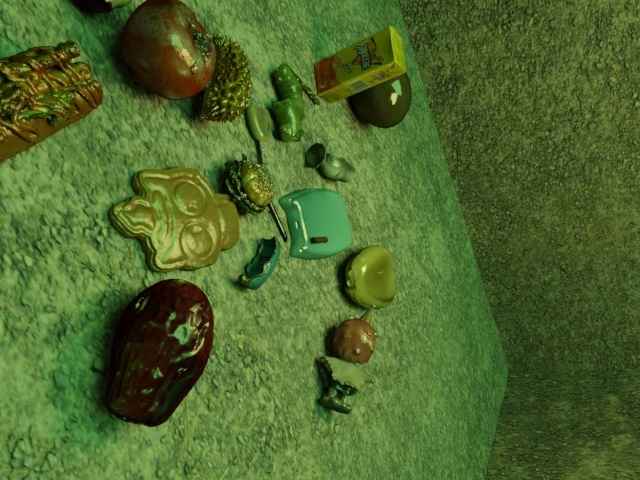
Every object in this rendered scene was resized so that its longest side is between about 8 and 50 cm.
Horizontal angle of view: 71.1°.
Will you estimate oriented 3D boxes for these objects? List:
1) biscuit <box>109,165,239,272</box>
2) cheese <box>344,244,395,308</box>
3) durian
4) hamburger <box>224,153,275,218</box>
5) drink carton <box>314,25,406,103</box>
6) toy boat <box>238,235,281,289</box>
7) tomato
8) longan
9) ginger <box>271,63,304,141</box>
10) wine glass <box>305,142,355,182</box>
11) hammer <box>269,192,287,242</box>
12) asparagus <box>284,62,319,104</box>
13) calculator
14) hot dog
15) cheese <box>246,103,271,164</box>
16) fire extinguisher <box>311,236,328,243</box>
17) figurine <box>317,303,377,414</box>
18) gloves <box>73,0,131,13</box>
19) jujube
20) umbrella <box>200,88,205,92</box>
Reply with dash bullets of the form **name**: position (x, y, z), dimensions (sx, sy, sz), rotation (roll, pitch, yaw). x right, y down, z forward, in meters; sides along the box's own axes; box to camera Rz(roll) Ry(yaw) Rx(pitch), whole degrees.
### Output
- **biscuit**: position (-0.341, -0.058, 1.118), dimensions (0.376, 0.051, 0.270), rotation (-3, 81, -55)
- **cheese**: position (0.193, 0.143, 1.759), dimensions (0.315, 0.128, 0.260), rotation (7, 76, -53)
- **durian**: position (-0.253, -0.442, 1.236), dimensions (0.183, 0.137, 0.250), rotation (3, 87, -84)
- **hamburger**: position (-0.200, -0.165, 1.298), dimensions (0.189, 0.093, 0.164), rotation (43, 34, -45)
- **drink carton**: position (0.151, -0.685, 1.767), dimensions (0.111, 0.351, 0.155), rotation (7, 74, -54)
- **toy boat**: position (-0.178, 0.063, 1.287), dimensions (0.077, 0.075, 0.186), rotation (54, 44, -35)
- **tomato**: position (-0.369, -0.456, 1.076), dimensions (0.232, 0.188, 0.232), rotation (49, 30, -43)
- **longan**: position (0.275, -0.678, 2.021), dimensions (0.288, 0.288, 0.350), rotation (10, 63, -54)
- **ginger**: position (-0.112, -0.474, 1.555), dimensions (0.137, 0.089, 0.290), rotation (16, 69, -32)
- **wine glass**: position (0.043, -0.286, 1.704), dimensions (0.222, 0.103, 0.103), rotation (18, 65, -50)
- **hammer**: position (-0.138, -0.077, 1.442), dimensions (0.065, 0.021, 0.178), rotation (-46, 118, -52)
- **asparagus**: position (-0.073, -0.594, 1.700), dimensions (0.236, 0.027, 0.034), rotation (34, 33, -47)
- **calculator**: position (0.006, -0.065, 1.622), dimensions (0.386, 0.054, 0.256), rotation (-10, 88, -57)
- **hot dog**: position (-0.546, -0.259, 0.821), dimensions (0.158, 0.117, 0.349), rotation (61, 37, -23)
- **cheese**: position (-0.190, -0.336, 1.437), dimensions (0.097, 0.037, 0.192), rotation (-1, 81, -54)
- **fire extinguisher**: position (0.000, 0.000, 1.521), dimensions (0.083, 0.022, 0.028), rotation (-4, 121, -53)
- **figurine**: position (0.102, 0.382, 1.532), dimensions (0.206, 0.166, 0.387), rotation (23, 61, -8)
- **gloves**: position (-0.467, -0.625, 1.033), dimensions (0.126, 0.145, 0.241), rotation (40, 57, -44)
- **jujube**: position (-0.329, 0.221, 0.919), dimensions (0.197, 0.197, 0.291), rotation (39, 58, -43)
- **umbrella**: position (-0.363, -0.416, 1.224), dimensions (0.027, 0.025, 0.165), rotation (56, 32, 7)
